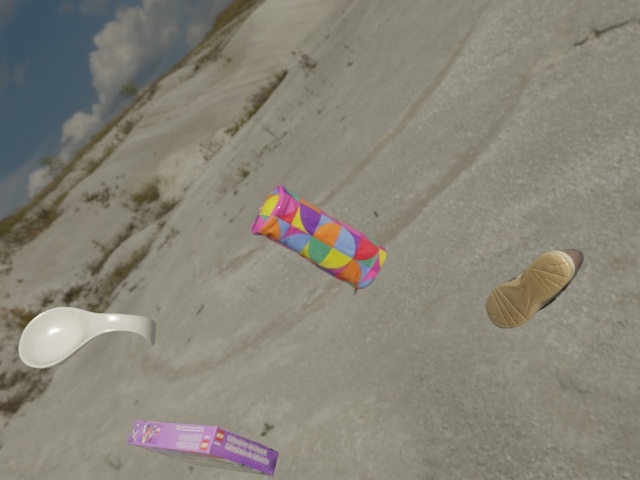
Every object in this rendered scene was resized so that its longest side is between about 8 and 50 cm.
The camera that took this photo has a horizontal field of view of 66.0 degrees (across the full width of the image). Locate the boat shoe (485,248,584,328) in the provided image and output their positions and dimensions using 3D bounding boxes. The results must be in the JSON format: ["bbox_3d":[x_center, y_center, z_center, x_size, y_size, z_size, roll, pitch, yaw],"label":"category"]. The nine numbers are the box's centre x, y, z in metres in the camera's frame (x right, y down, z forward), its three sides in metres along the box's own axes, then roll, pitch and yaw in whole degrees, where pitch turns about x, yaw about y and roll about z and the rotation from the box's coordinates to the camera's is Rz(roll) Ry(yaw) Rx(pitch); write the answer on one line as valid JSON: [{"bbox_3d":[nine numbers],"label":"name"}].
[{"bbox_3d":[0.478,0.110,1.101,0.102,0.092,0.285,62,151,27],"label":"boat shoe"}]

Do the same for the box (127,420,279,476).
[{"bbox_3d":[-0.269,0.470,1.120,0.293,0.201,0.057,-12,51,36],"label":"box"}]

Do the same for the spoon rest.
[{"bbox_3d":[-0.499,0.196,1.046,0.084,0.276,0.137,89,173,-55],"label":"spoon rest"}]

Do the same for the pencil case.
[{"bbox_3d":[0.000,0.000,0.839,0.104,0.236,0.104,-45,26,29],"label":"pencil case"}]
